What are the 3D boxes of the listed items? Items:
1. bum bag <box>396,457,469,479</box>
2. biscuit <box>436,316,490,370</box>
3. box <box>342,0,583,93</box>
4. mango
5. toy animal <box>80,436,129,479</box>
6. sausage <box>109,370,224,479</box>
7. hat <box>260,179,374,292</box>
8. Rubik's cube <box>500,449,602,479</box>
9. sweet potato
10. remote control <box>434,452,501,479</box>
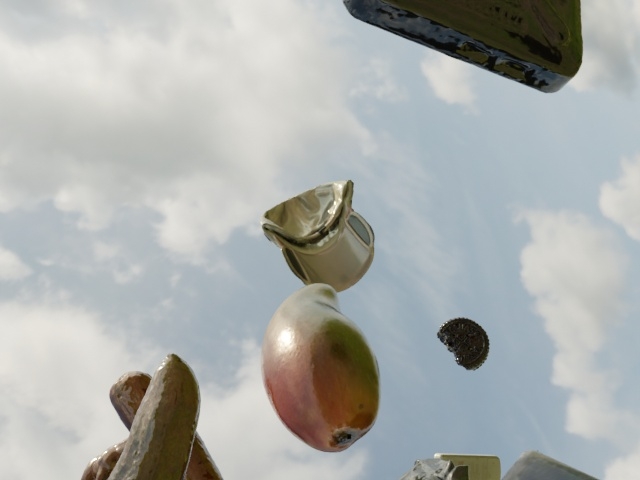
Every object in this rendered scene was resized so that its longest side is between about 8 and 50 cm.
[{"bbox_3d":[0.112,0.459,1.245,0.079,0.326,0.142,47,-176,-16],"label":"bum bag"},{"bbox_3d":[0.236,0.171,1.305,0.027,0.089,0.087,78,-158,-70],"label":"biscuit"},{"bbox_3d":[0.159,-0.321,0.853,0.289,0.073,0.289,15,-117,-21],"label":"box"},{"bbox_3d":[-0.008,0.151,0.998,0.129,0.146,0.289,24,-170,-19],"label":"mango"},{"bbox_3d":[-0.369,0.406,1.470,0.066,0.224,0.229,34,-125,-24],"label":"toy animal"},{"bbox_3d":[-0.201,0.312,1.119,0.302,0.076,0.103,51,-178,28],"label":"sausage"},{"bbox_3d":[0.000,0.000,1.648,0.220,0.164,0.225,-24,-90,-15],"label":"hat"},{"bbox_3d":[0.291,0.476,0.838,0.318,0.313,0.316,-40,-53,-29],"label":"Rubik's cube"},{"bbox_3d":[-0.099,0.155,0.448,0.053,0.054,0.182,12,-105,-45],"label":"sweet potato"},{"bbox_3d":[0.314,0.500,1.683,0.190,0.029,0.087,11,-101,-34],"label":"remote control"}]
